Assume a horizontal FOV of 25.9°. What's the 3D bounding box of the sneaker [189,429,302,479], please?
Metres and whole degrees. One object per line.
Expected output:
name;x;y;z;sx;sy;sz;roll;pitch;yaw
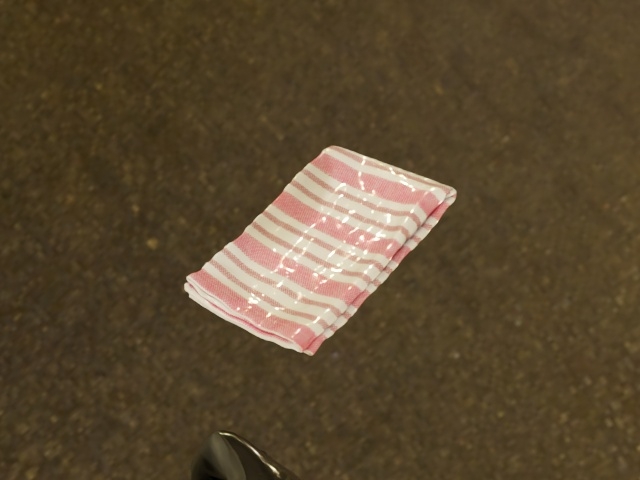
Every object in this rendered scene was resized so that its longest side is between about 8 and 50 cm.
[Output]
sneaker;-0.068;0.135;0.305;0.090;0.081;0.232;46;51;9

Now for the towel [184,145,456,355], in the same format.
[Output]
towel;0.000;0.000;1.127;0.197;0.144;0.029;-46;136;-23
